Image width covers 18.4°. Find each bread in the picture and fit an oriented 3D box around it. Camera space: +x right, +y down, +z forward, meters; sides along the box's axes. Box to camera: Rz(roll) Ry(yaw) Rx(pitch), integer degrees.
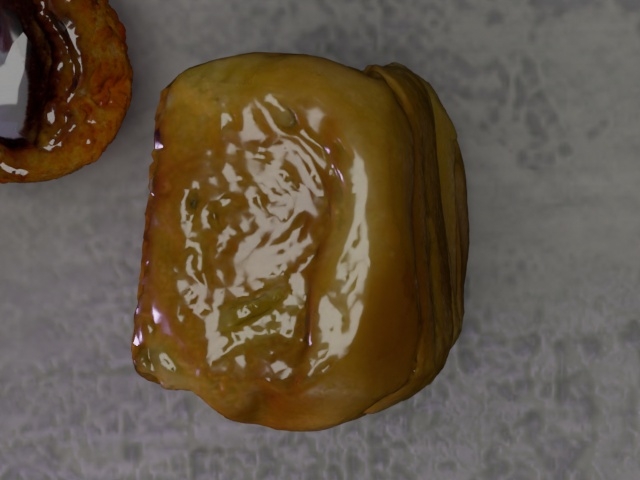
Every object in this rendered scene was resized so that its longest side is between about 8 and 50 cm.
[{"bbox_3d":[0.000,0.000,0.947,0.132,0.294,0.167,-5,91,10],"label":"bread"},{"bbox_3d":[-0.217,-0.128,1.065,0.269,0.095,0.139,28,94,17],"label":"bread"}]
